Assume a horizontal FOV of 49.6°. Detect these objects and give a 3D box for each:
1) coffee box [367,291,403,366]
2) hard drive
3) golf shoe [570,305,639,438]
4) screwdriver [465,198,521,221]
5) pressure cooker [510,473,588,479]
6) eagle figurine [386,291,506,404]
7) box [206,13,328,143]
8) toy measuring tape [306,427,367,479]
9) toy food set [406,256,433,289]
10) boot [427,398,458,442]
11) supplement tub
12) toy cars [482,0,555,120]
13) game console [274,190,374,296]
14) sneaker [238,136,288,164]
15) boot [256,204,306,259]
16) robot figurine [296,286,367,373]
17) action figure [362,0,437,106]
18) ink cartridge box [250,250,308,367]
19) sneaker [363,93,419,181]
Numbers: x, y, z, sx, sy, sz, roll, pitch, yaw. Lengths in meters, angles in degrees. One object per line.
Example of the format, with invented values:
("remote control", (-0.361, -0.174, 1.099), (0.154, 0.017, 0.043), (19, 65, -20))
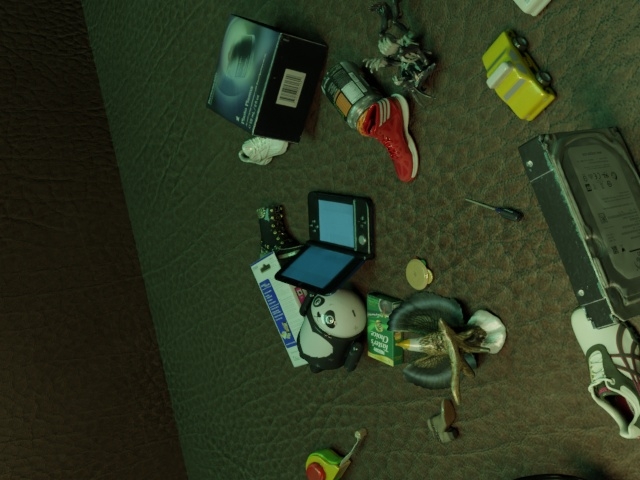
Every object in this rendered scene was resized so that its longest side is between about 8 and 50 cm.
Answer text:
("coffee box", (0.177, 0.243, 1.906), (0.113, 0.040, 0.184), (16, 111, 52))
("hard drive", (0.498, -0.032, 1.211), (0.064, 0.236, 0.339), (-32, 72, 53))
("golf shoe", (0.553, 0.241, 1.309), (0.273, 0.120, 0.105), (62, 143, 26))
("screwdriver", (0.385, -0.076, 1.553), (0.025, 0.024, 0.170), (-59, 37, 5))
("pressure cooker", (0.448, 0.678, 1.354), (0.375, 0.369, 0.421), (-30, 78, 50))
("eagle figurine", (0.282, 0.247, 1.675), (0.226, 0.225, 0.298), (-59, 1, -8))
("box", (-0.169, -0.478, 2.042), (0.294, 0.182, 0.296), (35, 114, 46))
("toy measuring tape", (0.034, 0.673, 2.167), (0.121, 0.121, 0.330), (49, 127, 36))
("toy food set", (0.251, 0.085, 1.779), (0.083, 0.020, 0.083), (62, 142, 24))
("boot", (0.308, 0.464, 1.779), (0.087, 0.042, 0.119), (-16, 85, 57))
("supplement tub", (0.094, -0.366, 1.799), (0.190, 0.117, 0.117), (57, 139, 28))
("toy cars", (0.386, -0.440, 1.392), (0.176, 0.087, 0.394), (16, 111, 52))
("game console", (0.000, 0.000, 1.979), (0.293, 0.173, 0.250), (13, 109, 52))
("sneaker", (-0.187, -0.301, 2.213), (0.232, 0.115, 0.090), (-38, 68, 52))
("boot", (-0.132, -0.027, 2.237), (0.236, 0.085, 0.179), (-6, 91, 54))
("robot figurine", (0.028, 0.262, 2.003), (0.209, 0.174, 0.278), (22, 128, -1))
("action figure", (0.179, -0.447, 1.638), (0.164, 0.140, 0.276), (144, 112, -68))
("ink cartridge box", (-0.096, 0.218, 2.221), (0.175, 0.069, 0.371), (-29, 86, 55))
("sneaker", (0.163, -0.241, 1.709), (0.087, 0.128, 0.221), (3, 111, 55))
